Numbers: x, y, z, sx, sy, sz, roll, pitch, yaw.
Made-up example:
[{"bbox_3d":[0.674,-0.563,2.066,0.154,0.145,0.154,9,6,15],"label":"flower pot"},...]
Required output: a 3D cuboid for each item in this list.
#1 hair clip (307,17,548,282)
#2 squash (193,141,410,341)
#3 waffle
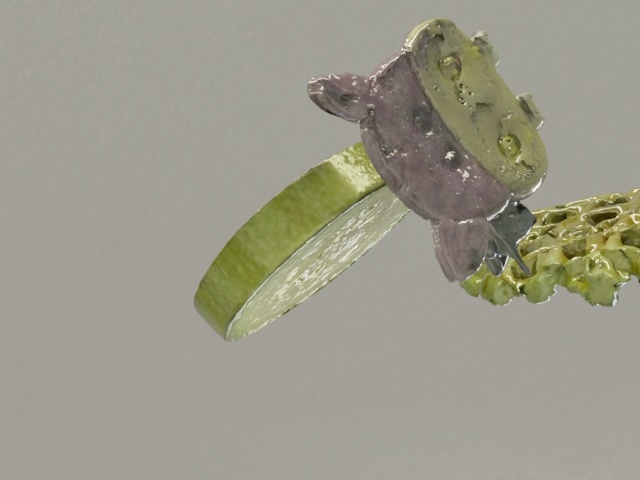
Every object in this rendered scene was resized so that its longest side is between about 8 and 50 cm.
[{"bbox_3d":[0.092,-0.059,0.618,0.056,0.146,0.187,-9,-63,56],"label":"hair clip"},{"bbox_3d":[0.000,0.000,0.858,0.252,0.049,0.252,-37,-13,-11],"label":"squash"},{"bbox_3d":[0.283,-0.008,0.864,0.317,0.073,0.297,-16,3,-14],"label":"waffle"}]
